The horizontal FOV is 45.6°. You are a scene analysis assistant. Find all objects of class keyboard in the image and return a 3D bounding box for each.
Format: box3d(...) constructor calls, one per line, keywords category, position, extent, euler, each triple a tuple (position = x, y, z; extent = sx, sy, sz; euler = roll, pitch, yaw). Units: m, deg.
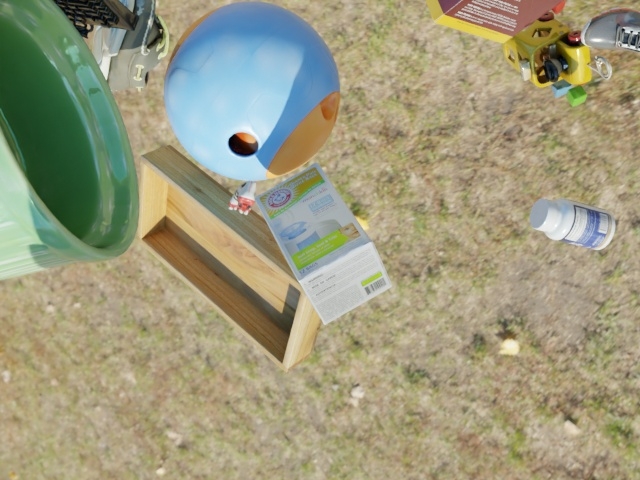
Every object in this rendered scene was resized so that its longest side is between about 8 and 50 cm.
box3d(category="keyboard", position=(-0.377, -0.289, 0.926), extent=(0.317, 0.201, 0.033), euler=(11, 89, 9))

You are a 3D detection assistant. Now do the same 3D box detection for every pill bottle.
box3d(category="pill bottle", position=(0.392, -0.029, 1.189), extent=(0.067, 0.120, 0.067), euler=(-167, 90, -73))

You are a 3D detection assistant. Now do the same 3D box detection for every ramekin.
box3d(category="ramekin", position=(-0.325, -0.104, 0.787), extent=(0.148, 0.303, 0.303), euler=(-18, 96, 8))

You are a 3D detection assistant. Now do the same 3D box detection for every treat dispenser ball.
box3d(category="treat dispenser ball", position=(-0.110, -0.241, 1.246), extent=(0.288, 0.288, 0.288), euler=(16, 116, 35))

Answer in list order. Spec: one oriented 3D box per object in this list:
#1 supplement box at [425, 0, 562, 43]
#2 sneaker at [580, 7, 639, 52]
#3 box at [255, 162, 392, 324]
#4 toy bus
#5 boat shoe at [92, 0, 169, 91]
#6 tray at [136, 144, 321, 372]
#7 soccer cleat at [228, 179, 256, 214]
box3d(category="supplement box", position=(0.270, -0.408, 1.102), extent=(0.194, 0.191, 0.129), euler=(-32, 69, 41))
box3d(category="sneaker", position=(0.465, -0.302, 1.110), extent=(0.158, 0.065, 0.061), euler=(-2, 125, 6))
box3d(category="box", position=(0.000, 0.000, 1.088), extent=(0.203, 0.114, 0.103), euler=(60, 178, 46))
box3d(category="toy bus", position=(0.407, -0.330, 1.373), extent=(0.104, 0.202, 0.191), euler=(-25, 83, -1))
box3d(category="boat shoe", position=(-0.264, -0.288, 1.072), extent=(0.305, 0.091, 0.109), euler=(157, 113, -66))
box3d(category="tray", position=(-0.163, 0.025, 1.333), extent=(0.411, 0.076, 0.203), euler=(37, 135, 24))
box3d(category="soccer cleat", position=(-0.095, -0.054, 0.949), extent=(0.083, 0.029, 0.036), euler=(162, 126, -75))
